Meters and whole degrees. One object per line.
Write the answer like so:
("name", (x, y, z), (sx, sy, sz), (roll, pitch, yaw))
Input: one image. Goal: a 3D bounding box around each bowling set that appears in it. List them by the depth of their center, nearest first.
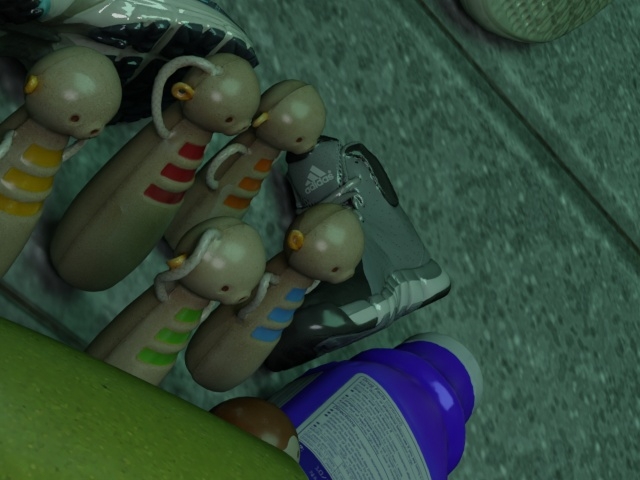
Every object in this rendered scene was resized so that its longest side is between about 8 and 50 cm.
("bowling set", (-0.043, 0.013, 0.858), (0.200, 0.154, 0.287), (48, 27, 13))

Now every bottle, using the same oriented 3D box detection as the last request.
("bottle", (0.016, 0.131, 1.001), (0.118, 0.092, 0.283), (65, 31, -6))

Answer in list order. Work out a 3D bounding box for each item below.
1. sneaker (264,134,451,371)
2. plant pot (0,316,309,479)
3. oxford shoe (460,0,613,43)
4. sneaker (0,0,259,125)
("sneaker", (0.000, 0.000, 1.076), (0.132, 0.086, 0.229), (66, 20, 2))
("plant pot", (-0.197, 0.104, 0.550), (0.293, 0.275, 0.275), (38, 41, -19))
("oxford shoe", (0.224, -0.292, 1.560), (0.130, 0.169, 0.449), (33, 35, 18))
("sneaker", (-0.135, -0.148, 0.910), (0.283, 0.110, 0.122), (16, 56, -54))
